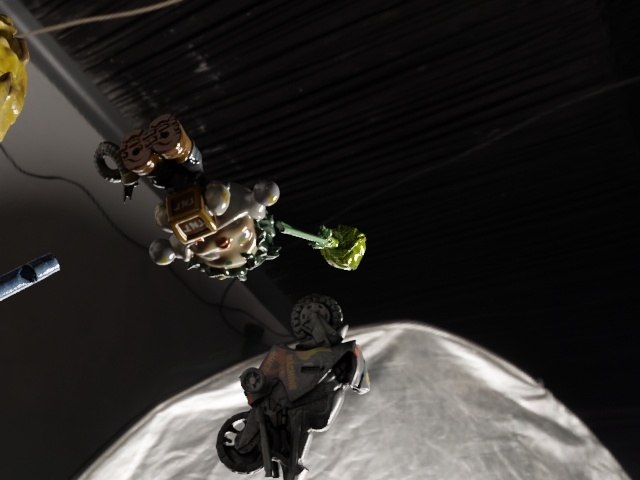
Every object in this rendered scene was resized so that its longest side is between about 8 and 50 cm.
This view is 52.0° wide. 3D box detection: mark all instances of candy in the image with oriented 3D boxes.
[{"bbox_3d":[0.000,-0.003,1.052,0.073,0.077,0.262,45,12,26],"label":"candy"}]

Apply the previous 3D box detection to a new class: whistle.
[{"bbox_3d":[-0.842,0.124,1.745,0.304,0.062,0.062,-34,108,-40],"label":"whistle"}]

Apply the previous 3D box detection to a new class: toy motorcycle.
[{"bbox_3d":[-0.028,0.235,1.007,0.307,0.173,0.108,-60,165,-15],"label":"toy motorcycle"}]

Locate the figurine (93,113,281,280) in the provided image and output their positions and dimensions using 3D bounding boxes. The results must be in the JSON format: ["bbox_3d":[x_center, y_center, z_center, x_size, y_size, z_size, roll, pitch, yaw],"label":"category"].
[{"bbox_3d":[-0.205,-0.056,1.193,0.382,0.261,0.186,58,18,-55],"label":"figurine"}]

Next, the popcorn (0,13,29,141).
[{"bbox_3d":[-0.494,-0.212,0.842,0.250,0.190,0.250,46,35,-45],"label":"popcorn"}]
